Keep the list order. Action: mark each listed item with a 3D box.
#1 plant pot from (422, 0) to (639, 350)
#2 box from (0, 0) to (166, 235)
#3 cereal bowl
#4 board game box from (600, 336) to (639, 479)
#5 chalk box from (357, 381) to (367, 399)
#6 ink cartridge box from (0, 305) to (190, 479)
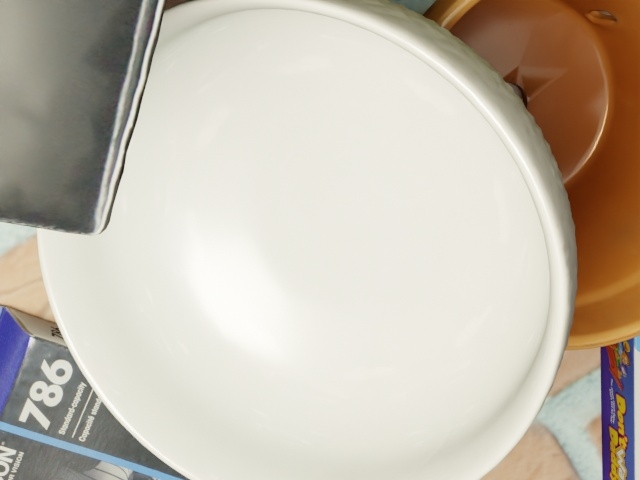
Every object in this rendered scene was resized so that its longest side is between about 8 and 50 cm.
[{"bbox_3d":[0.170,-0.086,0.948,0.291,0.203,0.291,-3,107,-9],"label":"plant pot"},{"bbox_3d":[-0.344,-0.236,0.635,0.480,0.472,0.297,10,105,-21],"label":"box"},{"bbox_3d":[0.000,0.000,0.786,0.339,0.141,0.339,8,111,21],"label":"cereal bowl"},{"bbox_3d":[0.382,0.196,1.143,0.233,0.078,0.347,-8,108,-9],"label":"board game box"},{"bbox_3d":[0.011,0.102,0.970,0.132,0.213,0.132,26,101,-18],"label":"chalk box"},{"bbox_3d":[-0.178,0.173,1.029,0.332,0.065,0.165,21,97,-16],"label":"ink cartridge box"}]
